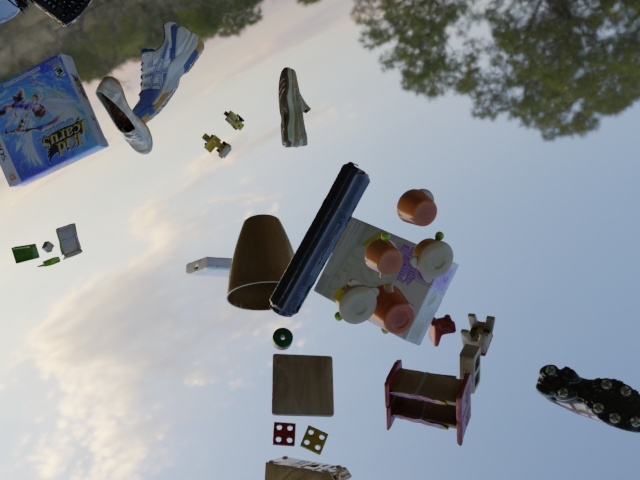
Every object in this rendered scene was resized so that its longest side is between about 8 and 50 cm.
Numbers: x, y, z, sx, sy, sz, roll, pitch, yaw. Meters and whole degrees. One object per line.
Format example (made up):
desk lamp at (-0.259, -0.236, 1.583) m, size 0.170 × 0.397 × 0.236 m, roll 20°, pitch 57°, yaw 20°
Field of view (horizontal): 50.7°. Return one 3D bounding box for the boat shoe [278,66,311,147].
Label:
boat shoe at (-0.058, -0.316, 1.609) m, size 0.072 × 0.190 × 0.068 m, roll -3°, pitch -175°, yaw -17°

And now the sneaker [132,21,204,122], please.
sneaker at (-0.445, -0.453, 1.835) m, size 0.296 × 0.131 × 0.112 m, roll -53°, pitch -167°, yaw 9°

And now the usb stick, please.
usb stick at (0.000, 0.000, 1.123) m, size 0.045 × 0.077 × 0.278 m, roll 30°, pitch -87°, yaw 22°

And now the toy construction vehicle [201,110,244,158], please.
toy construction vehicle at (-0.174, -0.191, 1.194) m, size 0.086 × 0.035 × 0.098 m, roll -48°, pitch -147°, yaw 6°

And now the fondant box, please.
fondant box at (0.171, 0.102, 1.820) m, size 0.330 × 0.096 × 0.238 m, roll 25°, pitch -92°, yaw 37°

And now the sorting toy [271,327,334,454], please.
sorting toy at (-0.041, 0.325, 1.453) m, size 0.132 × 0.046 × 0.274 m, roll 4°, pitch -121°, yaw -9°

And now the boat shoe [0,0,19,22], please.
boat shoe at (-0.695, -0.452, 1.316) m, size 0.228 × 0.076 × 0.080 m, roll -51°, pitch 172°, yaw -42°

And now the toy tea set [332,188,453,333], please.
toy tea set at (0.160, 0.047, 1.460) m, size 0.336 × 0.200 × 0.124 m, roll -56°, pitch -152°, yaw 4°

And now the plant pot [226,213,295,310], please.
plant pot at (-0.176, 0.057, 2.071) m, size 0.237 × 0.237 × 0.254 m, roll -18°, pitch -118°, yaw 22°

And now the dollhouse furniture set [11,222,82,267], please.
dollhouse furniture set at (-0.615, 0.016, 1.527) m, size 0.058 × 0.076 × 0.151 m, roll -9°, pitch -169°, yaw 24°

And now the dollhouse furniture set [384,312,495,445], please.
dollhouse furniture set at (0.325, 0.347, 1.799) m, size 0.201 × 0.152 × 0.374 m, roll 7°, pitch -150°, yaw 25°

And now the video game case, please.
video game case at (-0.699, -0.295, 1.683) m, size 0.269 × 0.244 × 0.061 m, roll -23°, pitch -178°, yaw 11°

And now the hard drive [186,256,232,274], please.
hard drive at (-0.281, 0.102, 2.450) m, size 0.353 × 0.047 × 0.233 m, roll 4°, pitch 169°, yaw -29°

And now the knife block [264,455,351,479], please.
knife block at (-0.065, 0.670, 1.671) m, size 0.275 × 0.242 × 0.088 m, roll -2°, pitch 174°, yaw 30°

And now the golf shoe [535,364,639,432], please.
golf shoe at (0.652, 0.377, 1.602) m, size 0.273 × 0.120 × 0.105 m, roll 20°, pitch -108°, yaw 35°

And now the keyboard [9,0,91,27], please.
keyboard at (-0.461, -0.410, 1.053) m, size 0.100 × 0.192 × 0.038 m, roll -53°, pitch -174°, yaw 1°

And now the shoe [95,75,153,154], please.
shoe at (-0.489, -0.298, 1.675) m, size 0.076 × 0.219 × 0.058 m, roll -10°, pitch -143°, yaw 20°
